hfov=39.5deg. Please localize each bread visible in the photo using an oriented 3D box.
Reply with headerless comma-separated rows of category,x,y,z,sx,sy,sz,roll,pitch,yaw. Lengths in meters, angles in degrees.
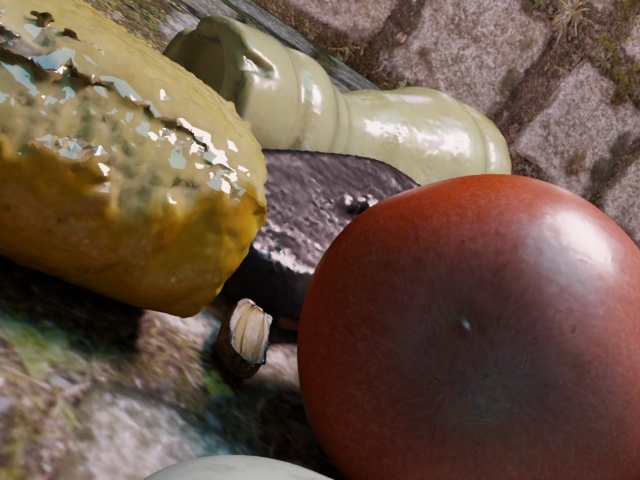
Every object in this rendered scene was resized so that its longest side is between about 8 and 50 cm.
bread,-0.226,-0.097,0.576,0.375,0.165,0.236,28,14,-26

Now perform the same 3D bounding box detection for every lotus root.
lotus root,-0.060,0.075,0.667,0.037,0.030,0.083,35,19,-12

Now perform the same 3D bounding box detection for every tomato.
tomato,0.109,0.079,0.609,0.256,0.256,0.224,42,0,20

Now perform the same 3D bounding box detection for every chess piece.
chess piece,0.020,-0.118,1.070,0.442,0.234,0.234,15,26,-45

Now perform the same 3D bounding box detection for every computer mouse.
computer mouse,-0.002,0.003,0.833,0.323,0.116,0.183,0,48,-45

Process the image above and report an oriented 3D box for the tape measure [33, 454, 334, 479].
tape measure,-0.002,0.182,0.323,0.243,0.125,0.246,42,18,18
